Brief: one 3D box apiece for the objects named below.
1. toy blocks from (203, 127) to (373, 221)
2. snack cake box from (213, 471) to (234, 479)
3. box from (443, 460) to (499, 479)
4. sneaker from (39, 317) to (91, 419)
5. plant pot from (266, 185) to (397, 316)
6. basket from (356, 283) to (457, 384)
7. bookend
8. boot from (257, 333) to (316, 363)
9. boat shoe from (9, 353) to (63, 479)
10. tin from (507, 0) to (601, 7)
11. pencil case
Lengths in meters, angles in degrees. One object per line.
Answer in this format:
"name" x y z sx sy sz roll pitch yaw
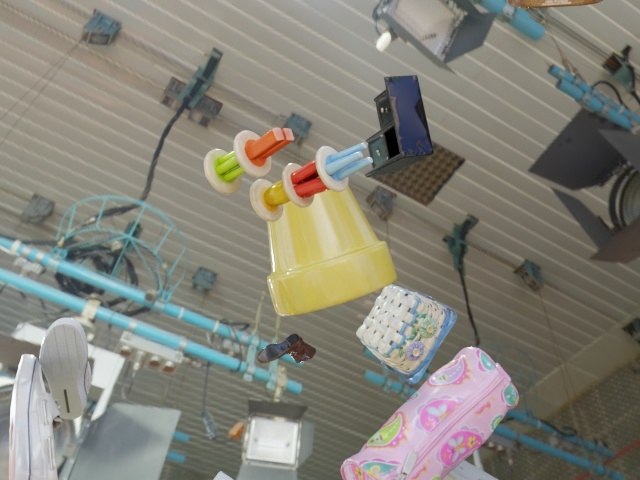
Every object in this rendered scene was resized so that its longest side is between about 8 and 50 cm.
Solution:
"toy blocks" -0.032 -0.083 0.650 0.148 0.054 0.123 -22 -39 35
"snack cake box" -0.257 0.671 1.406 0.089 0.152 0.264 30 -46 12
"box" 0.259 0.467 1.040 0.145 0.038 0.186 23 -52 33
"sneaker" -0.536 0.258 1.289 0.094 0.091 0.258 5 -60 -14
"plant pot" 0.000 0.000 1.214 0.253 0.254 0.239 -17 -90 16
"basket" 0.258 0.271 1.744 0.289 0.201 0.255 32 -93 -46
"bookend" 0.138 -0.221 1.200 0.072 0.157 0.156 -9 -4 -23
"boot" -0.070 0.248 1.319 0.106 0.037 0.114 -27 -30 5
"boat shoe" -0.535 0.339 1.156 0.088 0.268 0.096 8 -48 -32
"tin" 0.476 -0.500 1.234 0.189 0.106 0.040 3 -62 16
"pencil case" 0.161 0.280 0.879 0.284 0.124 0.124 -34 -47 -27
